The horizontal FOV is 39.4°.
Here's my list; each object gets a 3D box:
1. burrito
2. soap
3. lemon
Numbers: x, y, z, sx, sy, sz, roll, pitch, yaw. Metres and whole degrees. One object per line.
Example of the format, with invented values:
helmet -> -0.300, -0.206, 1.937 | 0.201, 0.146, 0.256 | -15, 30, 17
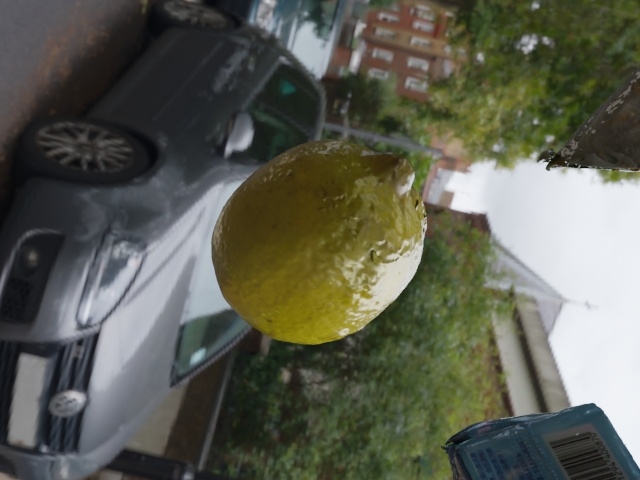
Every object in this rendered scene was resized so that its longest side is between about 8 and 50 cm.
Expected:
burrito -> 0.409, -0.160, 0.937 | 0.347, 0.175, 0.107 | -48, 154, 10
soap -> 0.216, 0.255, 0.740 | 0.293, 0.156, 0.077 | -110, -170, -48
lemon -> 0.000, 0.000, 1.149 | 0.320, 0.245, 0.245 | -39, -159, 26
